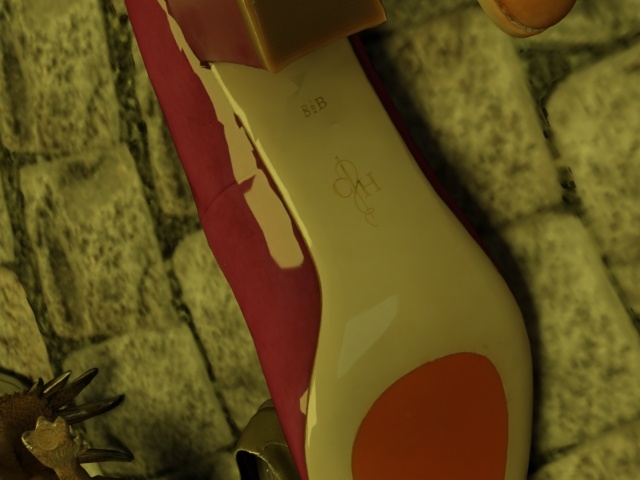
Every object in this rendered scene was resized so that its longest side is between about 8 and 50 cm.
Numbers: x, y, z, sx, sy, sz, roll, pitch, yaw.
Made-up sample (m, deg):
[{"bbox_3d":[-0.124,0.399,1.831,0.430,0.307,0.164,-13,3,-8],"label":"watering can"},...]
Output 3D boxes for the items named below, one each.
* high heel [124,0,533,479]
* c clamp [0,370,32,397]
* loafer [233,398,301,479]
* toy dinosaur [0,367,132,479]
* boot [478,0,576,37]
[{"bbox_3d":[0.000,0.000,0.621,0.181,0.127,0.377,-154,49,-65],"label":"high heel"},{"bbox_3d":[-0.238,0.155,0.907,0.160,0.022,0.137,18,118,34],"label":"c clamp"},{"bbox_3d":[-0.020,0.165,0.708,0.056,0.050,0.148,-9,101,42],"label":"loafer"},{"bbox_3d":[-0.121,0.180,0.747,0.295,0.200,0.127,39,90,-10],"label":"toy dinosaur"},{"bbox_3d":[0.123,-0.166,0.440,0.152,0.073,0.197,14,112,41],"label":"boot"}]
